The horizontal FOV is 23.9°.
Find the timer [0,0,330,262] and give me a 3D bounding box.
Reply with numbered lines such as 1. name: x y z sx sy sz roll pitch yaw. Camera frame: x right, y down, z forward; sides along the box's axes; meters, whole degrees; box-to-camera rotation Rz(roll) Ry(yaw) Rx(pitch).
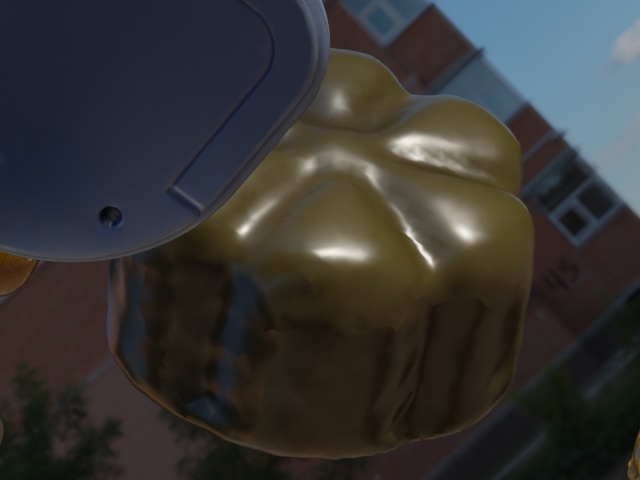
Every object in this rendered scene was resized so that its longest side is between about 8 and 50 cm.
1. timer: -0.217 -0.159 1.208 0.395 0.395 0.173 -45 20 14

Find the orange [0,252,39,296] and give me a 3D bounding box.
1. orange: -0.376 -0.011 1.681 0.124 0.156 0.156 -12 16 48

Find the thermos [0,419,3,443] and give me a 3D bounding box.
1. thermos: -0.503 0.186 1.655 0.176 0.265 0.146 -37 -23 -57

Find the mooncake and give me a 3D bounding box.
1. mooncake: 0.000 0.000 1.563 0.467 0.467 0.262 -32 -37 -47

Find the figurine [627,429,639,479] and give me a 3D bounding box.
1. figurine: 0.522 0.274 1.855 0.323 0.196 0.320 -20 11 5
